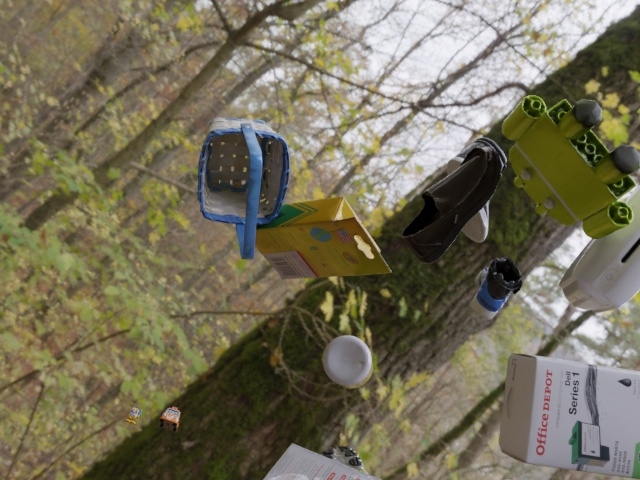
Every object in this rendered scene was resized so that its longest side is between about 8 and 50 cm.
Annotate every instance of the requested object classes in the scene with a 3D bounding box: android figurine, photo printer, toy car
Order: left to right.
[{"bbox_3d":[-0.318,0.330,1.138,0.121,0.041,0.060,9,-36,13],"label":"toy car"},{"bbox_3d":[0.387,-0.113,0.952,0.248,0.056,0.273,54,-11,8],"label":"android figurine"},{"bbox_3d":[0.549,0.009,1.068,0.107,0.256,0.307,39,3,18],"label":"photo printer"}]

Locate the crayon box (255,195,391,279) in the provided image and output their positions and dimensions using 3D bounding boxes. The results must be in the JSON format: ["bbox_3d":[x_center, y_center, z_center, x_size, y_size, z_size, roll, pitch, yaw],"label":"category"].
[{"bbox_3d":[0.000,0.000,1.419,0.318,0.081,0.202,-4,-42,34],"label":"crayon box"}]

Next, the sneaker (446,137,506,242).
[{"bbox_3d":[0.405,-0.127,1.491,0.104,0.147,0.296,31,-25,40],"label":"sneaker"}]

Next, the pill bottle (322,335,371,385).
[{"bbox_3d":[0.072,0.307,1.492,0.117,0.117,0.215,40,-8,16],"label":"pill bottle"}]

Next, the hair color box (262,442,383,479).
[{"bbox_3d":[0.004,0.312,0.742,0.141,0.072,0.043,9,-55,35],"label":"hair color box"}]

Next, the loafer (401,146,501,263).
[{"bbox_3d":[0.212,-0.065,0.980,0.078,0.220,0.080,30,6,-27],"label":"loafer"}]

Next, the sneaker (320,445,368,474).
[{"bbox_3d":[0.072,0.519,1.133,0.279,0.107,0.119,-114,-166,-63],"label":"sneaker"}]

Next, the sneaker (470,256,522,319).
[{"bbox_3d":[0.288,0.061,0.959,0.058,0.085,0.152,36,28,10],"label":"sneaker"}]

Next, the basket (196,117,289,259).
[{"bbox_3d":[-0.166,-0.136,1.302,0.200,0.255,0.289,3,36,-13],"label":"basket"}]

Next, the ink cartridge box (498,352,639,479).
[{"bbox_3d":[0.403,0.269,0.920,0.219,0.160,0.092,9,-8,-6],"label":"ink cartridge box"}]
